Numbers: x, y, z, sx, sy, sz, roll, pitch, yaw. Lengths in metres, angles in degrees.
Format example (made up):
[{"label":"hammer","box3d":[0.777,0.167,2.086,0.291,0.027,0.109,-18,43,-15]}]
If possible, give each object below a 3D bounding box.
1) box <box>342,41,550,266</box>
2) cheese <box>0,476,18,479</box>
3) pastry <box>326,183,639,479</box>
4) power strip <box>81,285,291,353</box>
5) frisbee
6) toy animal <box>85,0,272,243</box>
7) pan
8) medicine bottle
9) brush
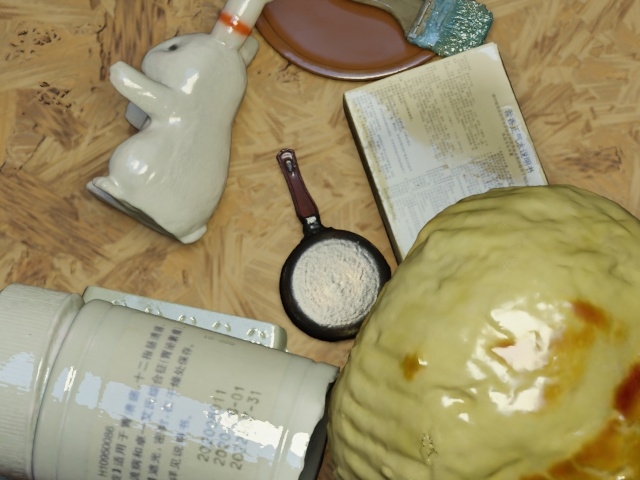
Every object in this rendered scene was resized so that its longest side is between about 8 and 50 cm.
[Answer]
[{"label":"box","box3d":[0.133,-0.068,1.934,0.168,0.095,0.212,-19,76,0]},{"label":"cheese","box3d":[-0.304,0.259,1.904,0.171,0.047,0.092,15,78,7]},{"label":"pastry","box3d":[0.202,0.146,1.728,0.313,0.388,0.388,26,78,28]},{"label":"power strip","box3d":[-0.153,0.093,1.947,0.253,0.027,0.060,11,77,6]},{"label":"frisbee","box3d":[0.041,-0.283,2.033,0.251,0.021,0.250,-1,76,4]},{"label":"toy animal","box3d":[-0.142,-0.144,1.953,0.138,0.140,0.282,15,81,-1]},{"label":"pan","box3d":[0.000,-0.001,1.955,0.115,0.040,0.212,-18,76,-6]},{"label":"medicine bottle","box3d":[-0.162,0.167,1.842,0.332,0.190,0.190,15,77,6]},{"label":"brush","box3d":[0.079,-0.243,1.999,0.196,0.021,0.070,23,76,9]}]
